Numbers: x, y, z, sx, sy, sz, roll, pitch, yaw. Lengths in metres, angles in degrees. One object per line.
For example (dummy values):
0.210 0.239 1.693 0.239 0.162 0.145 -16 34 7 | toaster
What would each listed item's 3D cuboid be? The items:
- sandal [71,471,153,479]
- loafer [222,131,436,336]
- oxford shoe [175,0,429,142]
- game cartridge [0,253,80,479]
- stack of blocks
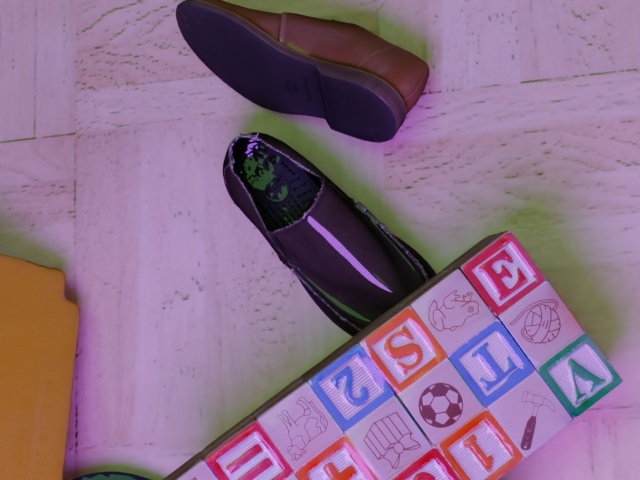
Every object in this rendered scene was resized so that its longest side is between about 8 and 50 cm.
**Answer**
-0.099 0.236 1.259 0.255 0.054 0.097 19 83 19 | sandal
0.000 0.000 1.274 0.220 0.078 0.080 40 90 20 | loafer
-0.014 -0.142 1.329 0.212 0.076 0.076 25 55 22 | oxford shoe
-0.333 0.115 1.225 0.053 0.324 0.285 -35 44 49 | game cartridge
0.055 0.149 1.183 0.297 0.087 0.171 -37 91 -6 | stack of blocks
